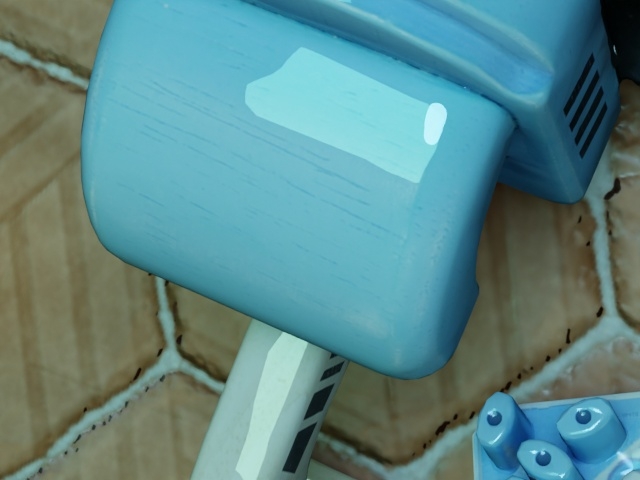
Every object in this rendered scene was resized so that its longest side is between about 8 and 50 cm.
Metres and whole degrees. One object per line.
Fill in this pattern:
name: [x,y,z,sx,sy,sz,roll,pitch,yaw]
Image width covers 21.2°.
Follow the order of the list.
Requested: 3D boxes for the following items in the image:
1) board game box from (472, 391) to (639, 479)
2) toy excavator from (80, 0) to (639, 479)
board game box: [0.256,0.226,0.698,0.389,0.050,0.390,-8,62,15]
toy excavator: [0.000,0.000,0.750,0.222,0.433,0.445,24,87,15]
